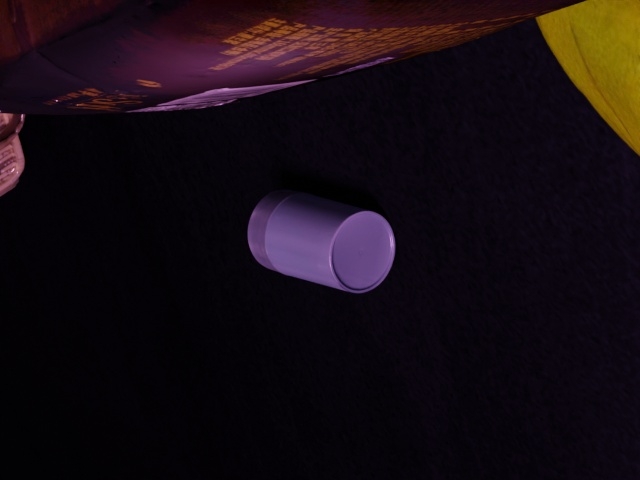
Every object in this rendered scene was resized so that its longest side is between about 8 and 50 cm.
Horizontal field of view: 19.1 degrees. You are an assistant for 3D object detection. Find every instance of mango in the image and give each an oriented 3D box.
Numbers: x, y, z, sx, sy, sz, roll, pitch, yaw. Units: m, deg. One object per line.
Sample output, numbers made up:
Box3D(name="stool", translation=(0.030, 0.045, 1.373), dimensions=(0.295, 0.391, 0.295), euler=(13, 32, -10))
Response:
Box3D(name="mango", translation=(0.148, -0.081, 0.752), dimensions=(0.163, 0.089, 0.117), euler=(48, 164, 41))

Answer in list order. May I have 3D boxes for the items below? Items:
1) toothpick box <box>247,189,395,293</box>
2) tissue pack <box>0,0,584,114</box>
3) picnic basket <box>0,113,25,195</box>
Box3D(name="toothpick box", translation=(0.000, 0.000, 1.141), dimensions=(0.083, 0.052, 0.052), euler=(16, 136, 51))
Box3D(name="tissue pack", translation=(-0.028, -0.160, 0.753), dimensions=(0.370, 0.210, 0.198), euler=(-8, 94, 61))
Box3D(name="picnic basket", translation=(-0.367, -0.123, 1.418), dimensions=(0.175, 0.228, 0.313), euler=(39, 151, 33))
